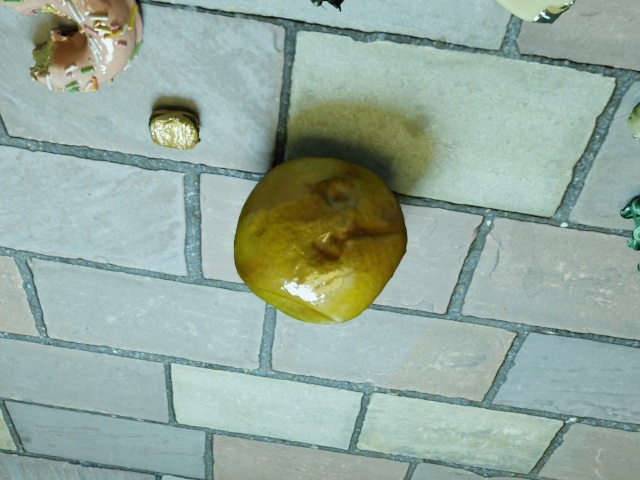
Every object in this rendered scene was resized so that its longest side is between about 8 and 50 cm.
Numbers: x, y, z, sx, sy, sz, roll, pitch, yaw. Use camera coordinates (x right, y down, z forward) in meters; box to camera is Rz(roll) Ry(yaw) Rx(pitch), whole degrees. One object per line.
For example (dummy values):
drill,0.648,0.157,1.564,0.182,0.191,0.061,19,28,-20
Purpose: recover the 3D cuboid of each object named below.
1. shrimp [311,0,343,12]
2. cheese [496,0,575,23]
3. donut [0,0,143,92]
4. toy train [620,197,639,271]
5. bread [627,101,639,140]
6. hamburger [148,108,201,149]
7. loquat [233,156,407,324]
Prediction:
shrimp,-0.025,-0.397,1.063,0.262,0.051,0.198,36,134,-26
cheese,0.212,-0.359,1.064,0.252,0.054,0.127,24,140,-18
donut,-0.349,-0.301,1.216,0.199,0.085,0.232,-2,142,12
toy train,0.553,-0.013,1.426,0.100,0.070,0.172,-17,136,14
bread,0.509,-0.174,1.216,0.157,0.083,0.094,-1,138,9
hamburger,-0.231,-0.176,1.382,0.083,0.044,0.076,5,140,0
loquat,0.000,0.000,1.401,0.276,0.275,0.284,6,158,3
